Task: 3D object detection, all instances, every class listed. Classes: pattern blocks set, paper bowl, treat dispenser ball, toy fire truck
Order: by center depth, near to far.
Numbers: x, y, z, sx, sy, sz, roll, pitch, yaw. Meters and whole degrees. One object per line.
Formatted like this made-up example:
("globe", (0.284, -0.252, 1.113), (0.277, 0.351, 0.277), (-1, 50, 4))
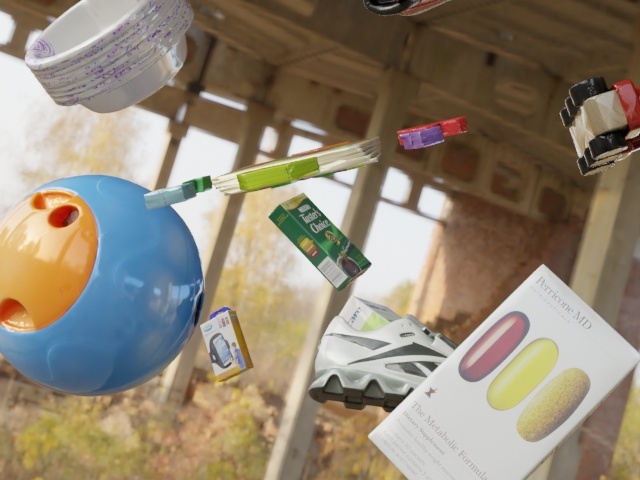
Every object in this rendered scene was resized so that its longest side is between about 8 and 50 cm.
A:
("pattern blocks set", (-0.017, -0.082, 1.157), (0.324, 0.026, 0.285), (-10, 7, 22))
("treat dispenser ball", (-0.295, 0.058, 1.361), (0.288, 0.288, 0.288), (16, -7, 2))
("toy fire truck", (0.519, -0.227, 1.670), (0.246, 0.159, 0.217), (-18, -9, 5))
("paper bowl", (-0.340, -0.323, 1.760), (0.284, 0.284, 0.148), (9, -41, 48))

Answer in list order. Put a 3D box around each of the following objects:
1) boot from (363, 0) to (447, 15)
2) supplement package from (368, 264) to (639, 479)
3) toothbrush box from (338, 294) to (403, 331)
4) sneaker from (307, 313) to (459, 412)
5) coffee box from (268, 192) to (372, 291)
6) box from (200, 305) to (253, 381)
("boot", (0.181, -0.373, 1.421), (0.244, 0.088, 0.176), (-24, 3, 24))
("supplement package", (0.186, 0.165, 1.062), (0.139, 0.244, 0.134), (44, -4, 16))
("toothbrush box", (0.177, 0.247, 2.159), (0.283, 0.122, 0.206), (34, 5, 27))
("sneaker", (0.157, 0.176, 1.491), (0.330, 0.146, 0.122), (11, -27, 1))
("coffee box", (0.000, 0.000, 1.845), (0.184, 0.040, 0.113), (47, 25, 7))
("box", (-0.186, 0.199, 2.045), (0.081, 0.136, 0.028), (-30, -16, 32))
